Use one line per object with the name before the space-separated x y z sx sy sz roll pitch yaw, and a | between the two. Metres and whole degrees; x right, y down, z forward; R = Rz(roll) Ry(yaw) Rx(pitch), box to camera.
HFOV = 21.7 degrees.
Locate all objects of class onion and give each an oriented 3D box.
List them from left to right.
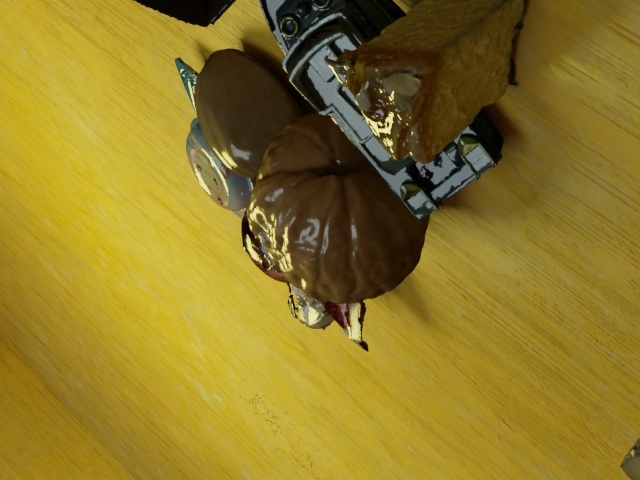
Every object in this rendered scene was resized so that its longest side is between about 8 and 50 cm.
onion | -0.026 -0.011 1.873 0.131 0.131 0.131 44 157 24

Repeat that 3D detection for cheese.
cheese | -0.128 -0.116 2.093 0.135 0.052 0.244 40 155 33

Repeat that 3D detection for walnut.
walnut | 0.024 -0.034 1.720 0.213 0.213 0.213 44 157 24

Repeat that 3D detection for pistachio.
pistachio | -0.082 -0.142 1.886 0.185 0.108 0.126 49 137 33

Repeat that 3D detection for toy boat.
toy boat | 0.041 -0.158 1.547 0.114 0.122 0.296 -39 94 31

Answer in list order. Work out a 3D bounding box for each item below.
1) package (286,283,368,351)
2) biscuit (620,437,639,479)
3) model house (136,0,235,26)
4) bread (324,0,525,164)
package | 0.000 0.000 1.994 0.194 0.071 0.269 11 116 45
biscuit | 0.365 0.213 1.574 0.141 0.038 0.290 47 159 15
model house | -0.143 -0.374 1.580 0.204 0.211 0.243 -38 53 30
bread | 0.105 -0.146 1.412 0.127 0.147 0.152 55 162 -9
